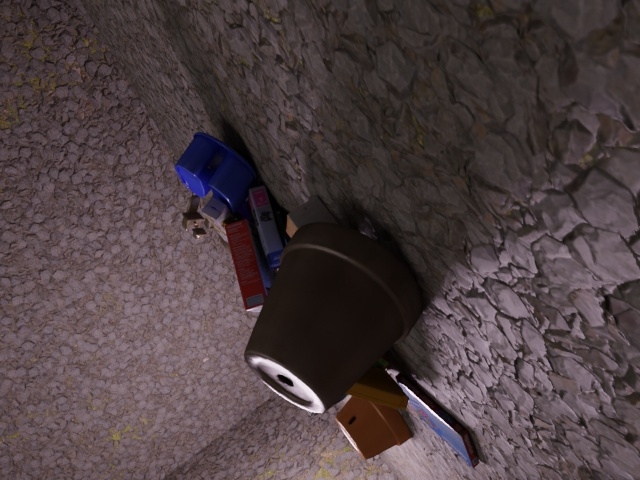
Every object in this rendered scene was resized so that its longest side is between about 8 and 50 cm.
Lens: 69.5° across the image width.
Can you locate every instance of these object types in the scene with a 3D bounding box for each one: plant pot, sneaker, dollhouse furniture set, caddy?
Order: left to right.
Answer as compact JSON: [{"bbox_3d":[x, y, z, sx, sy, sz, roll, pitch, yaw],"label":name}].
[{"bbox_3d":[-0.334,-0.230,1.547,0.241,0.179,0.341,32,167,-1],"label":"caddy"},{"bbox_3d":[-0.357,-0.167,1.794,0.293,0.146,0.102,58,166,-9],"label":"sneaker"},{"bbox_3d":[-0.348,-0.045,1.895,0.355,0.303,0.173,43,123,35],"label":"dollhouse furniture set"},{"bbox_3d":[0.003,0.171,0.931,0.323,0.280,0.323,25,146,19],"label":"plant pot"},{"bbox_3d":[0.198,0.744,1.881,0.291,0.204,0.291,50,165,19],"label":"plant pot"}]

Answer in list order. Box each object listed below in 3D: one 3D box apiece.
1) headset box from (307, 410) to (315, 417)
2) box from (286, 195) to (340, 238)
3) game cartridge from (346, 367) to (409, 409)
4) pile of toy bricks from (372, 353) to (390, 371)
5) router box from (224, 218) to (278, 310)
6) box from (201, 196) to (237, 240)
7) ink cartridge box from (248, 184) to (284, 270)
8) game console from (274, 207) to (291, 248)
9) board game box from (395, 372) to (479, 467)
[{"bbox_3d":[0.004,0.677,2.239,0.283,0.131,0.246,-2,-136,-53],"label":"headset box"},{"bbox_3d":[0.000,0.000,1.136,0.170,0.091,0.130,53,165,12],"label":"box"},{"bbox_3d":[0.090,0.405,1.393,0.286,0.052,0.324,18,180,-6],"label":"game cartridge"},{"bbox_3d":[0.158,0.343,1.344,0.105,0.118,0.212,33,159,19],"label":"pile of toy bricks"},{"bbox_3d":[-0.225,0.105,1.679,0.335,0.082,0.301,56,-163,-77],"label":"router box"},{"bbox_3d":[-0.338,-0.057,1.640,0.067,0.063,0.324,31,167,10],"label":"box"},{"bbox_3d":[-0.174,-0.012,1.550,0.186,0.065,0.311,135,116,-77],"label":"ink cartridge box"},{"bbox_3d":[-0.059,0.130,1.454,0.386,0.060,0.341,-119,11,-45],"label":"game console"},{"bbox_3d":[0.324,0.501,1.308,0.281,0.027,0.145,32,151,57],"label":"board game box"}]
